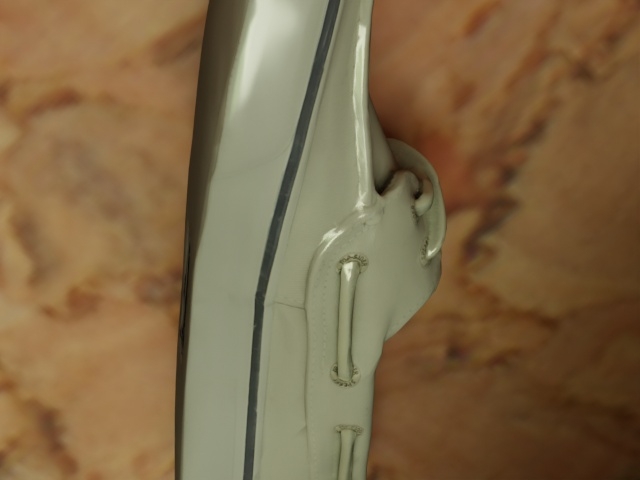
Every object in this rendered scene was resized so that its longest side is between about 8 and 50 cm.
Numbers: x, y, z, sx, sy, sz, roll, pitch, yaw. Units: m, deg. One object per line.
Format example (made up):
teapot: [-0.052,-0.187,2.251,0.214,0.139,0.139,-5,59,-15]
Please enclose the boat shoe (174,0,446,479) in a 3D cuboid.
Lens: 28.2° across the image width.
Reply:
boat shoe: [0.000,0.000,0.429,0.088,0.096,0.268,3,121,-9]
